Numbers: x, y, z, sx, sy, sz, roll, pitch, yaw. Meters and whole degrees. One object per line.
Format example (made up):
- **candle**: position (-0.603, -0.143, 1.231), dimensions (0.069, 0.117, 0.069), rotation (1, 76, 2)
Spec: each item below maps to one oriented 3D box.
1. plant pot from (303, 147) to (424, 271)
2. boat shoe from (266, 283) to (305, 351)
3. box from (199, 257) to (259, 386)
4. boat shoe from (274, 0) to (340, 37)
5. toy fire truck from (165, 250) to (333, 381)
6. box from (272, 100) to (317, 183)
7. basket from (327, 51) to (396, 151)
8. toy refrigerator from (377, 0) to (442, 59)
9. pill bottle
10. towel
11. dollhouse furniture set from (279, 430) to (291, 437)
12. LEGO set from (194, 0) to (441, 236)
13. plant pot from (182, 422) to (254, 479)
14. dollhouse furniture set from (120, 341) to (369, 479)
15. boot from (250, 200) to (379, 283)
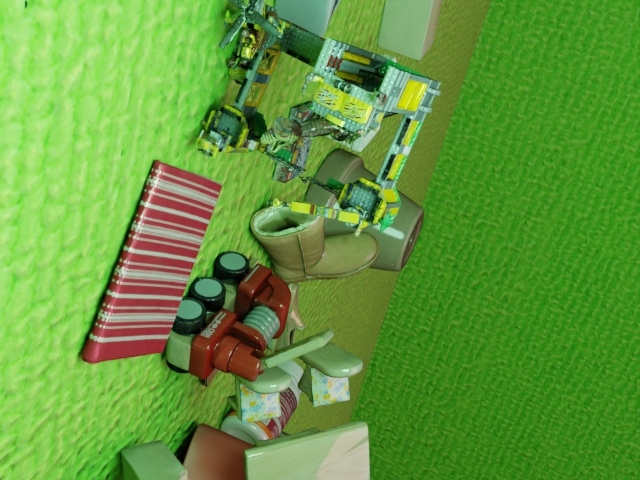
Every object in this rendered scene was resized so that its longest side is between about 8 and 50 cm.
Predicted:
- **plant pot**: position (0.098, -0.044, 1.816), dimensions (0.263, 0.229, 0.263), rotation (21, 90, -77)
- **boat shoe**: position (-0.065, 0.177, 1.868), dimensions (0.068, 0.072, 0.190), rotation (-48, 156, -54)
- **box**: position (-0.169, 0.152, 1.542), dimensions (0.201, 0.021, 0.164), rotation (-56, 162, -37)
- **boat shoe**: position (0.015, -0.418, 1.151), dimensions (0.105, 0.113, 0.306), rotation (-63, 170, -45)
- **toy fire truck**: position (-0.094, 0.134, 1.315), dimensions (0.217, 0.246, 0.158), rotation (-51, 159, -50)
- **box**: position (-0.041, -0.178, 1.490), dimensions (0.094, 0.027, 0.137), rotation (-41, 150, -65)
- **basket**: position (0.065, -0.274, 1.584), dimensions (0.113, 0.103, 0.167), rotation (-52, 160, -48)
- **toy refrigerator**: position (0.200, -0.522, 1.714), dimensions (0.269, 0.102, 0.094), rotation (98, 20, -44)
- **pill bottle**: position (-0.122, 0.370, 1.858), dimensions (0.221, 0.121, 0.121), rotation (-52, 160, -47)
- **towel**: position (-0.225, 0.035, 1.122), dimensions (0.199, 0.031, 0.274), rotation (15, 95, -74)
- **dollhouse furniture set**: position (-0.142, 0.516, 1.994), dimensions (0.129, 0.129, 0.183), rotation (-66, 166, -7)
- **LEGO set**: position (-0.024, -0.158, 1.014), dimensions (0.255, 0.331, 0.192), rotation (-58, 162, 18)
- **plant pot**: position (-0.152, 0.511, 1.582), dimensions (0.275, 0.243, 0.275), rotation (-166, -90, -89)
- **dollhouse furniture set**: position (-0.081, 0.394, 1.294), dimensions (0.394, 0.256, 0.362), rotation (-8, 102, -26)
- **boot**: position (0.000, 0.000, 1.575), dimensions (0.269, 0.236, 0.089), rotation (81, -9, -68)
